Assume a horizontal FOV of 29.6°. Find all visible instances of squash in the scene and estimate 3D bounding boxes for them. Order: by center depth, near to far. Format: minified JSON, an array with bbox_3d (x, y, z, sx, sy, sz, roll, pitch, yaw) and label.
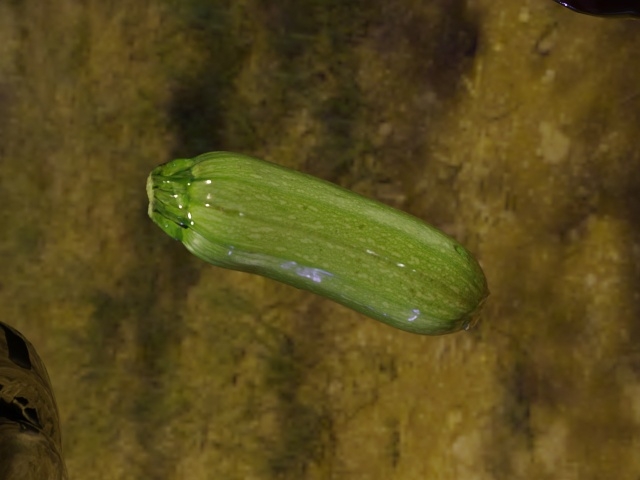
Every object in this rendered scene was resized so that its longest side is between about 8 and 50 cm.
[{"bbox_3d":[0.000,0.000,0.729,0.068,0.219,0.077,124,160,-52],"label":"squash"}]

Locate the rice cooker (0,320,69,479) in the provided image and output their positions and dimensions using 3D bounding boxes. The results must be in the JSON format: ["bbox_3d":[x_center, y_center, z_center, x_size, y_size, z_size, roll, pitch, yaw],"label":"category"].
[{"bbox_3d":[-0.228,0.120,0.400,0.264,0.316,0.316,-68,15,-6],"label":"rice cooker"}]

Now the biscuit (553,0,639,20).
[{"bbox_3d":[0.216,-0.210,0.490,0.407,0.407,0.091,-111,6,-55],"label":"biscuit"}]
